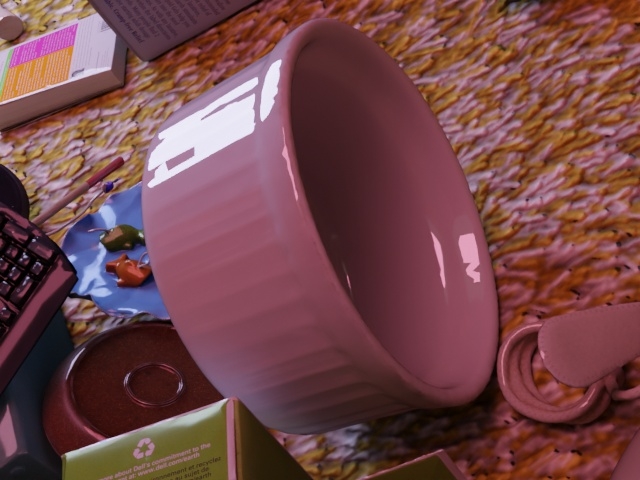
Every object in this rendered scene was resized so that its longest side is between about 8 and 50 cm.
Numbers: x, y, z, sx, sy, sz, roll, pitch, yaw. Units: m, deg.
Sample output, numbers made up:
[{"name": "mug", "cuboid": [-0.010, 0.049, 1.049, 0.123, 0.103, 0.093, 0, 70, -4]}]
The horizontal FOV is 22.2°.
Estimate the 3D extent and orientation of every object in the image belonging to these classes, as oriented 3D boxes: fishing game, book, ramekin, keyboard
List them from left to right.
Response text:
[{"name": "keyboard", "cuboid": [-0.332, 0.100, 1.205, 0.201, 0.033, 0.317, 29, 80, 29]}, {"name": "book", "cuboid": [-0.255, -0.169, 1.573, 0.144, 0.035, 0.096, -17, 46, 20]}, {"name": "fishing game", "cuboid": [-0.126, -0.005, 1.313, 0.264, 0.041, 0.189, 21, 47, 36]}, {"name": "ramekin", "cuboid": [0.000, 0.000, 1.123, 0.135, 0.277, 0.277, -22, 47, 27]}]

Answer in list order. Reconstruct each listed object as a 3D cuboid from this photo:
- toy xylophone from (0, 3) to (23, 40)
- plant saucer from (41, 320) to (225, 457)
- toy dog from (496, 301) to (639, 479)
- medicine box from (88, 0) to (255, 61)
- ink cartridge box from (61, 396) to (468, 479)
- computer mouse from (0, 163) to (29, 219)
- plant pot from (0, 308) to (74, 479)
[{"name": "toy xylophone", "cuboid": [-0.448, -0.216, 1.695, 0.236, 0.081, 0.322, -42, 46, -4]}, {"name": "plant saucer", "cuboid": [-0.124, 0.115, 1.215, 0.168, 0.029, 0.168, 3, 42, -2]}, {"name": "toy dog", "cuboid": [0.210, 0.103, 0.981, 0.220, 0.161, 0.334, -25, 47, 14]}, {"name": "medicine box", "cuboid": [-0.103, -0.359, 1.541, 0.289, 0.149, 0.263, -28, 46, 12]}, {"name": "ink cartridge box", "cuboid": [-0.010, 0.181, 1.043, 0.255, 0.189, 0.097, -21, 46, 15]}, {"name": "computer mouse", "cuboid": [-0.388, 0.010, 1.436, 0.272, 0.072, 0.188, -23, 71, -25]}, {"name": "plant pot", "cuboid": [-0.280, 0.125, 1.280, 0.165, 0.165, 0.234, -36, 52, 4]}]
